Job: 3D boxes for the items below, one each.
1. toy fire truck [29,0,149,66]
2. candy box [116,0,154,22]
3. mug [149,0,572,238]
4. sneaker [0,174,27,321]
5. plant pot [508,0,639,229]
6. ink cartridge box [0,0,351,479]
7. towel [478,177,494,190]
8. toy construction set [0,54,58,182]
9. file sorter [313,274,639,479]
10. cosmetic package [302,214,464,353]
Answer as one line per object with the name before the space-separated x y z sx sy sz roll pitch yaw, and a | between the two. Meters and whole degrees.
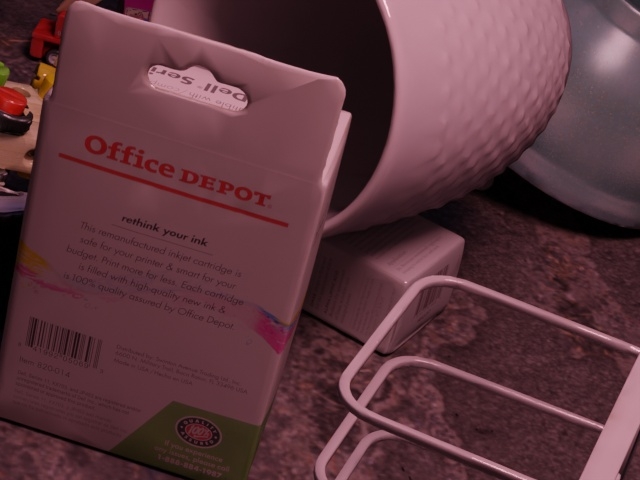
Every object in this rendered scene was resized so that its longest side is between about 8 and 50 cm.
toy fire truck | -0.246 -0.244 1.719 0.192 0.135 0.047 15 31 -2
candy box | -0.127 -0.293 1.759 0.159 0.233 0.071 11 32 -10
mug | 0.032 -0.193 1.451 0.328 0.276 0.374 -15 57 -48
sneaker | -0.297 -0.015 1.342 0.331 0.122 0.146 4 35 -21
plant pot | 0.301 -0.180 1.744 0.293 0.196 0.293 25 29 -15
ink cartridge box | -0.104 -0.010 1.200 0.207 0.353 0.119 18 31 2
towel | 0.086 -0.189 1.769 0.209 0.034 0.285 44 13 -39
toy construction set | -0.274 -0.115 1.484 0.328 0.151 0.215 -6 38 -31
file sorter | 0.084 0.189 1.045 0.173 0.277 0.193 22 31 13
cosmetic package | 0.000 0.000 1.496 0.231 0.085 0.117 27 32 22
